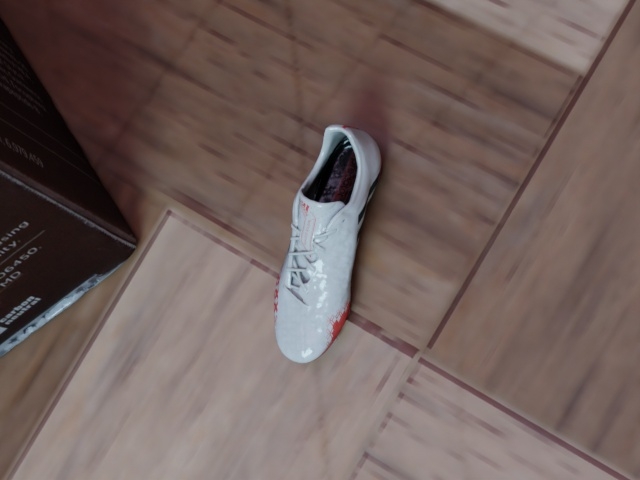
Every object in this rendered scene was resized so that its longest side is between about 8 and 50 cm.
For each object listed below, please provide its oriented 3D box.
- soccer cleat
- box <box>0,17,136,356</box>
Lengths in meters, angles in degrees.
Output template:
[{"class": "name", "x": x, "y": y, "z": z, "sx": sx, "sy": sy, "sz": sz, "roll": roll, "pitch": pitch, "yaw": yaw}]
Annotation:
[{"class": "soccer cleat", "x": 0.000, "y": 0.000, "z": 0.515, "sx": 0.029, "sy": 0.035, "sz": 0.083, "roll": 15, "pitch": 82, "yaw": 20}, {"class": "box", "x": -0.203, "y": -0.044, "z": 0.520, "sx": 0.168, "sy": 0.167, "sz": 0.203, "roll": -36, "pitch": 69, "yaw": 7}]
